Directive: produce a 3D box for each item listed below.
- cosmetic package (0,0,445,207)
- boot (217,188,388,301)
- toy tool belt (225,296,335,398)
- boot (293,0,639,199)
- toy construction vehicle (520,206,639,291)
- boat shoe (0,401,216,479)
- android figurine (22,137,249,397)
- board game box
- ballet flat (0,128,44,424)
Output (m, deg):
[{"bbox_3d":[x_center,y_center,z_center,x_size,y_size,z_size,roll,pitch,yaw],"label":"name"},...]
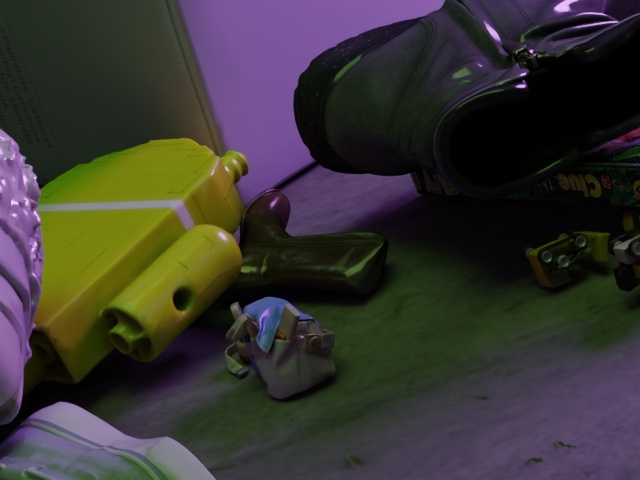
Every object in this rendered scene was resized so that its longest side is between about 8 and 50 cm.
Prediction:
[{"bbox_3d":[-0.127,-0.249,1.380,0.394,0.327,0.329,8,33,47],"label":"cosmetic package"},{"bbox_3d":[0.000,0.000,1.088,0.114,0.037,0.106,-7,37,30],"label":"boot"},{"bbox_3d":[-0.027,0.050,0.973,0.052,0.051,0.083,-27,24,-23],"label":"toy tool belt"},{"bbox_3d":[0.165,-0.127,1.093,0.338,0.118,0.223,-39,24,-19],"label":"boot"},{"bbox_3d":[0.174,0.005,0.970,0.098,0.035,0.086,-23,12,-21],"label":"toy construction vehicle"},{"bbox_3d":[-0.102,0.135,0.810,0.081,0.079,0.227,-35,22,-24],"label":"boat shoe"},{"bbox_3d":[-0.154,0.020,1.096,0.248,0.056,0.273,-2,33,44],"label":"android figurine"},{"bbox_3d":[0.178,-0.062,1.076,0.136,0.030,0.259,-31,18,-25],"label":"board game box"},{"bbox_3d":[-0.220,0.098,0.846,0.147,0.147,0.409,0,44,35],"label":"ballet flat"}]
